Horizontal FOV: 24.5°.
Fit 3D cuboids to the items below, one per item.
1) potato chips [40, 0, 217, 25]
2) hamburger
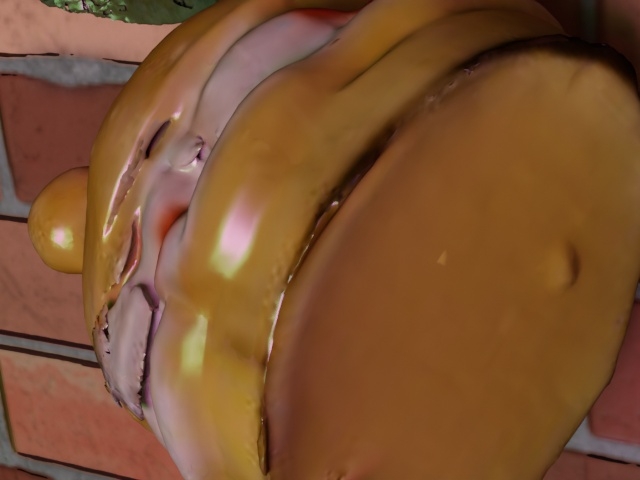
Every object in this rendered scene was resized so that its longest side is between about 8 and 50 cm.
[{"bbox_3d":[-0.140,-0.192,0.832,0.209,0.026,0.142,44,124,4],"label":"potato chips"},{"bbox_3d":[0.000,0.000,0.705,0.237,0.276,0.276,29,127,40],"label":"hamburger"}]
